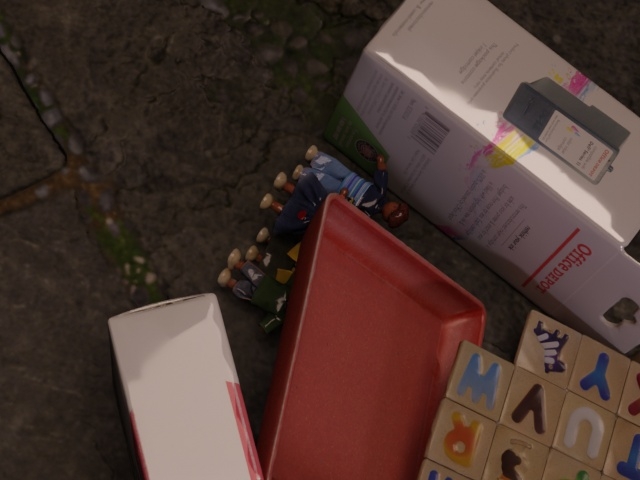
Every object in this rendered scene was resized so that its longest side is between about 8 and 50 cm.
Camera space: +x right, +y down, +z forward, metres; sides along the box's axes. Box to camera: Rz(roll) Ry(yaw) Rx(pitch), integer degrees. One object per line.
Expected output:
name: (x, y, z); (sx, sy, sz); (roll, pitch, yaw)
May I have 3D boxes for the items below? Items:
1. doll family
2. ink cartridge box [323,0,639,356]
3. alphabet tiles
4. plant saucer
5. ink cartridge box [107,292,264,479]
doll family: (0.000, 0.000, 1.447); (0.111, 0.076, 0.193); (28, 89, 21)
ink cartridge box: (0.189, -0.063, 1.450); (0.353, 0.207, 0.119); (39, 69, 4)
alphabet tiles: (0.209, 0.247, 1.411); (0.285, 0.011, 0.342); (27, 66, -17)
plant saucer: (0.040, 0.128, 1.371); (0.259, 0.048, 0.258); (36, 58, -45)
ink cartridge box: (-0.113, 0.151, 1.304); (0.092, 0.218, 0.158); (-13, 74, -9)
